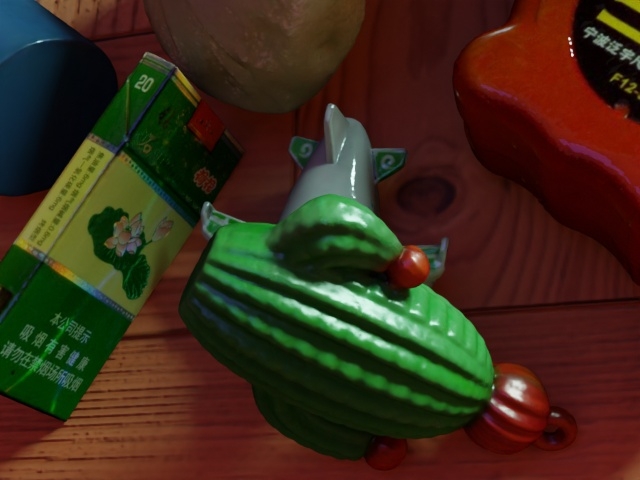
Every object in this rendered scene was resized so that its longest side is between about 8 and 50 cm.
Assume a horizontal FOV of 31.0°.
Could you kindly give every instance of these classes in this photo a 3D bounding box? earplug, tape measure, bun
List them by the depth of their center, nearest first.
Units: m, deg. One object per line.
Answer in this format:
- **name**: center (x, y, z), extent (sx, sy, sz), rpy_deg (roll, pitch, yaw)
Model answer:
- **tape measure**: center (0.230, -0.091, 0.706), extent (0.260, 0.114, 0.253), rpy_deg (-46, 63, -8)
- **bun**: center (-0.060, -0.204, 0.784), extent (0.133, 0.231, 0.231), rpy_deg (0, 61, -31)
- **earplug**: center (-0.286, -0.163, 0.892), extent (0.132, 0.132, 0.273), rpy_deg (-46, 60, -4)

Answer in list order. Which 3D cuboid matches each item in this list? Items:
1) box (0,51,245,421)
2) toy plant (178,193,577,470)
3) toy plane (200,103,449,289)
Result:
- **box**: center (-0.145, 0.003, 0.774), extent (0.034, 0.132, 0.235), rpy_deg (28, 79, 25)
- **toy plant**: center (0.026, 0.072, 0.682), extent (0.154, 0.240, 0.088), rpy_deg (-31, 28, 26)
- **toy plane**: center (0.001, 0.001, 0.758), extent (0.174, 0.080, 0.174), rpy_deg (-5, 74, 17)
